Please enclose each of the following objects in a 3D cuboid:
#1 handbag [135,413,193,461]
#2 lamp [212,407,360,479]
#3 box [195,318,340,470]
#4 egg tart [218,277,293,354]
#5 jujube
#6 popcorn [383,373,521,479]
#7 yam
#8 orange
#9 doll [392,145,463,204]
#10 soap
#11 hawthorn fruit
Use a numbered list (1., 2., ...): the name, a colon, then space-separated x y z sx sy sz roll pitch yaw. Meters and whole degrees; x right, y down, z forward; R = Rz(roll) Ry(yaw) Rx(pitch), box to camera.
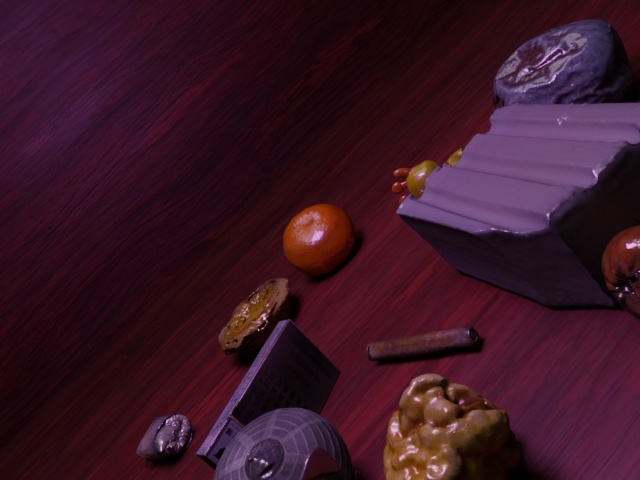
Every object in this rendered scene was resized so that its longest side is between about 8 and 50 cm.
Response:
1. handbag: -0.405 0.519 1.551 0.173 0.095 0.117 -32 26 49
2. lamp: -0.064 0.396 0.938 0.265 0.233 0.233 -49 20 -24
3. box: -0.092 0.338 1.184 0.047 0.180 0.325 -19 29 46
4. egg tart: -0.169 0.228 1.682 0.291 0.107 0.291 -41 16 14
5. jujube: 0.547 -0.356 1.374 0.308 0.215 0.246 -20 53 41
6. popcorn: 0.162 0.280 0.799 0.200 0.203 0.226 -2 25 47
7. yam: 0.192 0.200 1.134 0.264 0.046 0.046 -20 29 46
8. orange: 0.000 0.000 1.736 0.224 0.170 0.224 -20 45 22
9. doll: 0.301 -0.156 1.564 0.221 0.143 0.135 -22 28 21
10. soap: 0.397 -0.071 1.063 0.350 0.213 0.435 -42 19 -7
11. hawthorn fruit: 0.485 0.047 0.808 0.189 0.149 0.149 3 21 -6
